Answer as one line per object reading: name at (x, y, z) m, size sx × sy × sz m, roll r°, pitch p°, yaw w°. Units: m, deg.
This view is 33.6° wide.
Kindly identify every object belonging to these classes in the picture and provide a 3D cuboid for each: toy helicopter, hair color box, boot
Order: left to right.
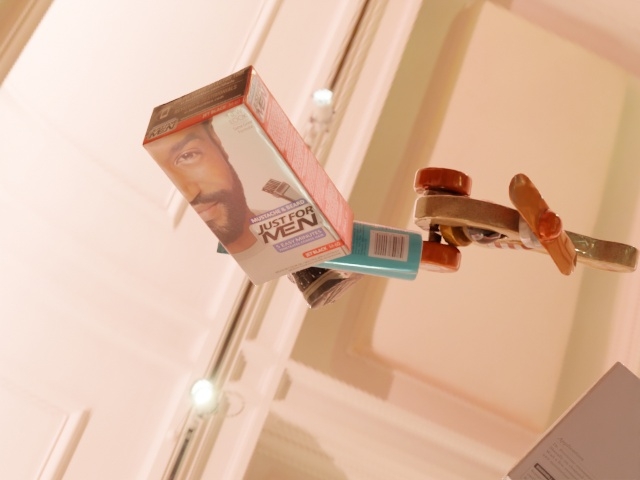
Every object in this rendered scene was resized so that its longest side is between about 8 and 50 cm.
hair color box at (-0.052, -0.046, 0.831) m, size 0.167 × 0.093 × 0.053 m, roll 54°, pitch -152°, yaw -35°
boot at (-0.021, 0.004, 1.510) m, size 0.085 × 0.236 × 0.179 m, roll -44°, pitch -97°, yaw 13°
toy helicopter at (0.303, -0.011, 1.488) m, size 0.354 × 0.235 × 0.140 m, roll 13°, pitch -101°, yaw -18°

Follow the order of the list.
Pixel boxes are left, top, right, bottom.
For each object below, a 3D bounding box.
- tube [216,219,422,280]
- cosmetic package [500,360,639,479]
tube at (0.000, 0.000, 1.090) m, size 0.207 × 0.052 × 0.080 m, roll 10°, pitch -140°, yaw -6°
cosmetic package at (0.303, 0.300, 1.271) m, size 0.224 × 0.224 × 0.138 m, roll -35°, pitch -111°, yaw -30°
